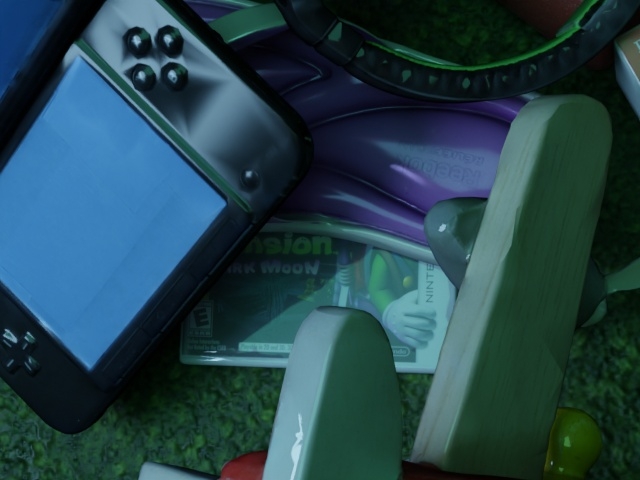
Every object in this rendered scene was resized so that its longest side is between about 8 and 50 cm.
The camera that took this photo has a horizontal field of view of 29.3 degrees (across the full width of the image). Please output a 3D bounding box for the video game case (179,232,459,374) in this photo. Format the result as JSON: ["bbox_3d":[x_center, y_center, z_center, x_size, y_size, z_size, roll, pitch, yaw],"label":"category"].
[{"bbox_3d":[0.000,0.000,0.821,0.190,0.022,0.173,1,83,15],"label":"video game case"}]

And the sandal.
[{"bbox_3d":[-0.033,-0.079,0.766,0.416,0.102,0.169,7,85,9],"label":"sandal"}]

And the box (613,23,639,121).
[{"bbox_3d":[0.271,-0.069,0.723,0.130,0.091,0.170,-30,77,10],"label":"box"}]

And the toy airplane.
[{"bbox_3d":[0.080,0.166,0.639,0.386,0.272,0.384,-32,100,-21],"label":"toy airplane"}]

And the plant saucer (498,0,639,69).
[{"bbox_3d":[0.157,-0.286,0.774,0.259,0.048,0.258,38,94,5],"label":"plant saucer"}]

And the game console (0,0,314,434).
[{"bbox_3d":[-0.196,-0.023,0.695,0.250,0.173,0.293,45,121,5],"label":"game console"}]

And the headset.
[{"bbox_3d":[0.020,-0.251,0.718,0.394,0.185,0.243,40,88,-9],"label":"headset"}]
